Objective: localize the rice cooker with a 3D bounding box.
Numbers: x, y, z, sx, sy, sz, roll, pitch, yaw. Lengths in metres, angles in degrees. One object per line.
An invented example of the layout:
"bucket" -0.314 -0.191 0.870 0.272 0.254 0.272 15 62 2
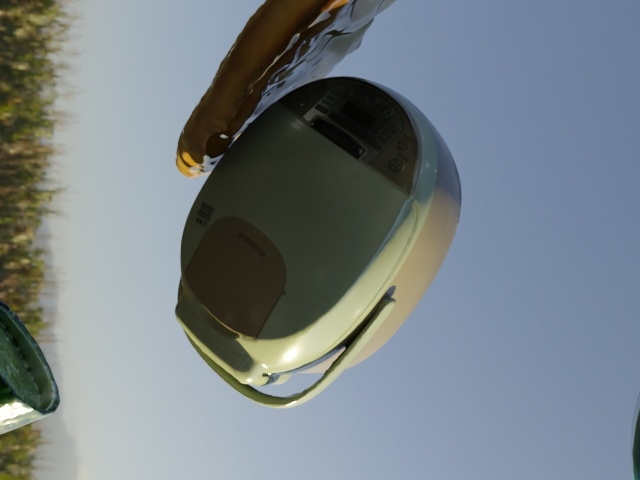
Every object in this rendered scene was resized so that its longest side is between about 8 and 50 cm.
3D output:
"rice cooker" 0.000 0.000 0.573 0.145 0.127 0.206 39 -76 31

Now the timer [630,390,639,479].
"timer" 0.338 0.096 0.408 0.309 0.340 0.115 -60 165 16

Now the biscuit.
"biscuit" -0.008 -0.125 0.556 0.045 0.154 0.299 49 -56 0

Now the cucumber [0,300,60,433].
"cucumber" -0.142 0.054 0.292 0.048 0.105 0.048 160 -90 -83
